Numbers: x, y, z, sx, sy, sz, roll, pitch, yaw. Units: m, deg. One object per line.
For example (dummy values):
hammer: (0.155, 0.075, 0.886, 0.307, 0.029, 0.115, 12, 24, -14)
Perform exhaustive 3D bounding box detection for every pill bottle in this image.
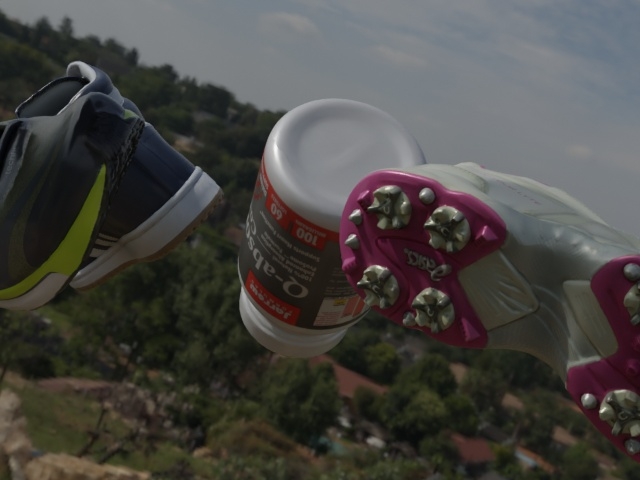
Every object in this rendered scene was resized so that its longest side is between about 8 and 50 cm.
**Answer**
pill bottle: (0.000, 0.000, 1.342, 0.210, 0.210, 0.363, 21, -38, 2)

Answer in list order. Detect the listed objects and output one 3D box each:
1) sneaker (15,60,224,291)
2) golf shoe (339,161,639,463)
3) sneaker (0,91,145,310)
sneaker: (-0.197, -0.049, 0.818, 0.153, 0.099, 0.282, 45, -28, -16)
golf shoe: (0.164, 0.031, 0.564, 0.306, 0.115, 0.140, 30, 30, 21)
sneaker: (-0.217, -0.026, 0.565, 0.300, 0.111, 0.121, -16, -42, 41)
